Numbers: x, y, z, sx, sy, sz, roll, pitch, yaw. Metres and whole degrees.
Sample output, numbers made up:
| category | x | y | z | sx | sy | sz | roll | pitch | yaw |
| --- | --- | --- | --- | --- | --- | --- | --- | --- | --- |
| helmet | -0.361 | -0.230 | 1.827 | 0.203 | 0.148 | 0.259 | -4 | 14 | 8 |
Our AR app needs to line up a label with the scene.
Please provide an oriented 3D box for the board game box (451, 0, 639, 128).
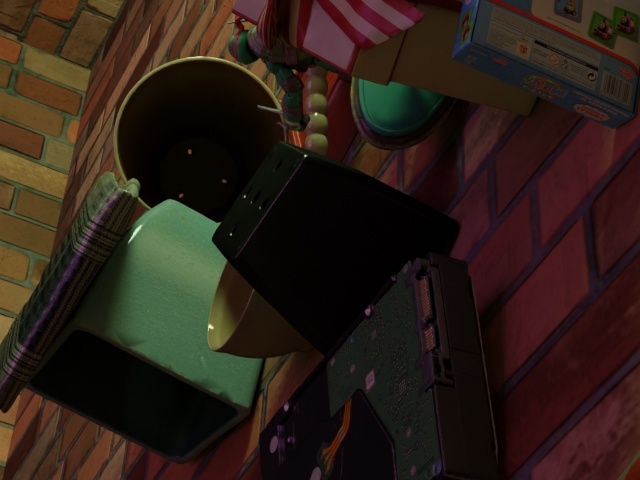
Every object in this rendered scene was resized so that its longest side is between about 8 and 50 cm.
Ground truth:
| category | x | y | z | sx | sy | sz | roll | pitch | yaw |
| --- | --- | --- | --- | --- | --- | --- | --- | --- | --- |
| board game box | 0.204 | -0.218 | 1.417 | 0.039 | 0.160 | 0.211 | -36 | 36 | 60 |

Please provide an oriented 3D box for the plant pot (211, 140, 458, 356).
| category | x | y | z | sx | sy | sz | roll | pitch | yaw |
| --- | --- | --- | --- | --- | --- | --- | --- | --- | --- |
| plant pot | 0.000 | 0.000 | 1.716 | 0.188 | 0.167 | 0.187 | -54 | 18 | 0 |

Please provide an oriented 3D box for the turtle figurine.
| category | x | y | z | sx | sy | sz | roll | pitch | yaw |
| --- | --- | --- | --- | --- | --- | --- | --- | --- | --- |
| turtle figurine | -0.019 | -0.217 | 1.955 | 0.118 | 0.234 | 0.175 | 41 | -126 | -65 |

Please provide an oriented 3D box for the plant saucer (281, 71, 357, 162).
| category | x | y | z | sx | sy | sz | roll | pitch | yaw |
| --- | --- | --- | --- | --- | --- | --- | --- | --- | --- |
| plant saucer | 0.020 | -0.218 | 2.176 | 0.258 | 0.048 | 0.259 | -62 | 18 | 22 |

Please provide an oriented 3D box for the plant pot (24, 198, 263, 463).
| category | x | y | z | sx | sy | sz | roll | pitch | yaw |
| --- | --- | --- | --- | --- | --- | --- | --- | --- | --- |
| plant pot | -0.202 | 0.099 | 2.177 | 0.248 | 0.247 | 0.252 | -43 | 23 | 56 |

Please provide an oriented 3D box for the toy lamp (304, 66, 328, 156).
| category | x | y | z | sx | sy | sz | roll | pitch | yaw |
| --- | --- | --- | --- | --- | --- | --- | --- | --- | --- |
| toy lamp | -0.004 | -0.119 | 2.023 | 0.080 | 0.080 | 0.274 | 146 | 129 | -62 |

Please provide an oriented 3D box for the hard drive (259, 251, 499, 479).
| category | x | y | z | sx | sy | sz | roll | pitch | yaw |
| --- | --- | --- | --- | --- | --- | --- | --- | --- | --- |
| hard drive | 0.044 | 0.197 | 1.537 | 0.339 | 0.064 | 0.237 | -54 | 31 | 43 |

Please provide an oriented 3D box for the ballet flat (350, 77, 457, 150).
| category | x | y | z | sx | sy | sz | roll | pitch | yaw |
| --- | --- | --- | --- | --- | --- | --- | --- | --- | --- |
| ballet flat | 0.106 | -0.224 | 1.841 | 0.123 | 0.123 | 0.348 | -42 | 32 | 56 |

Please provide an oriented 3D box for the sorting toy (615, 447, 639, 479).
| category | x | y | z | sx | sy | sz | roll | pitch | yaw |
| --- | --- | --- | --- | --- | --- | --- | --- | --- | --- |
| sorting toy | 0.271 | 0.121 | 1.017 | 0.307 | 0.041 | 0.229 | -60 | 19 | 29 |

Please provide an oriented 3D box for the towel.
| category | x | y | z | sx | sy | sz | roll | pitch | yaw |
| --- | --- | --- | --- | --- | --- | --- | --- | --- | --- |
| towel | -0.319 | 0.057 | 2.117 | 0.312 | 0.056 | 0.324 | -59 | 11 | 1 |

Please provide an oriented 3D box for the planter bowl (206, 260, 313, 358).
| category | x | y | z | sx | sy | sz | roll | pitch | yaw |
| --- | --- | --- | --- | --- | --- | --- | --- | --- | --- |
| planter bowl | -0.049 | 0.068 | 1.946 | 0.162 | 0.109 | 0.162 | -57 | 21 | 36 |

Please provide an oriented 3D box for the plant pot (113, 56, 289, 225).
| category | x | y | z | sx | sy | sz | roll | pitch | yaw |
| --- | --- | --- | --- | --- | --- | --- | --- | --- | --- |
| plant pot | -0.173 | -0.115 | 2.395 | 0.254 | 0.237 | 0.237 | 126 | 162 | -80 |

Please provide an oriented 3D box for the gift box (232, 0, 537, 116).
| category | x | y | z | sx | sy | sz | roll | pitch | yaw |
| --- | --- | --- | --- | --- | --- | --- | --- | --- | --- |
| gift box | 0.090 | -0.272 | 1.560 | 0.276 | 0.258 | 0.255 | 28 | 104 | 54 |
